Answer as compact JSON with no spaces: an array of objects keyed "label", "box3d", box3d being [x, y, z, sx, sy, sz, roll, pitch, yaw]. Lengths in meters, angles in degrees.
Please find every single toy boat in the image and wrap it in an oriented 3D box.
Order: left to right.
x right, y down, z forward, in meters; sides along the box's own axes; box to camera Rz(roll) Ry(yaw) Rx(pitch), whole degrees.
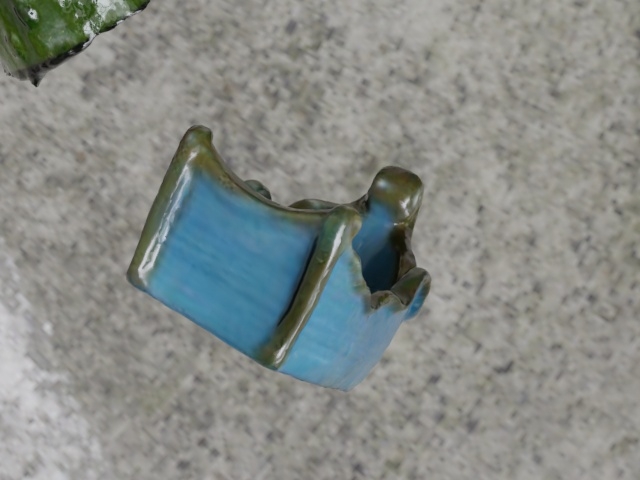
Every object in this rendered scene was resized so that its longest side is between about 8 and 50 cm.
[{"label":"toy boat","box3d":[0.000,0.000,0.548,0.077,0.075,0.185,-60,165,1]}]

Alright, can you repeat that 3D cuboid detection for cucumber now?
[{"label":"cucumber","box3d":[-0.190,-0.223,0.973,0.134,0.134,0.244,-35,106,-17]}]
